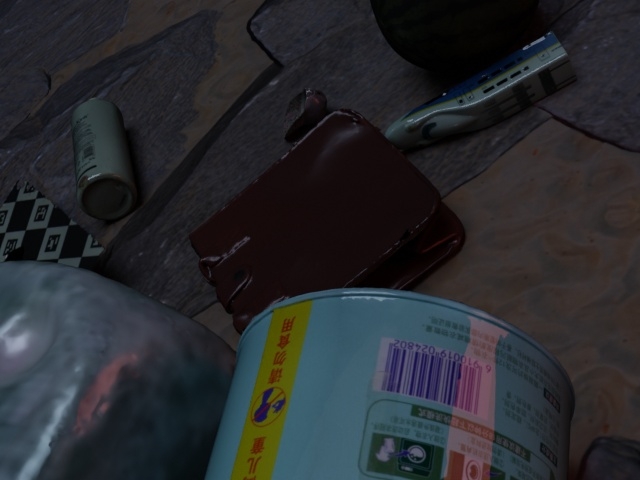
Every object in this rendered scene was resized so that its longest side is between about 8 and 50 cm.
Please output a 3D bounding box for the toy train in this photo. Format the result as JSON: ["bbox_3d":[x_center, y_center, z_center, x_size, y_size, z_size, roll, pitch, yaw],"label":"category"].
[{"bbox_3d":[0.186,-0.163,1.179,0.233,0.052,0.051,-29,46,10],"label":"toy train"}]

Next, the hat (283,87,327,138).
[{"bbox_3d":[-0.019,-0.171,1.347,0.087,0.042,0.058,-53,25,37],"label":"hat"}]

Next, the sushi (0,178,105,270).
[{"bbox_3d":[-0.417,0.071,1.395,0.290,0.050,0.264,29,86,44],"label":"sushi"}]

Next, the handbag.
[{"bbox_3d":[0.000,-0.001,1.147,0.275,0.084,0.260,-38,43,1],"label":"handbag"}]

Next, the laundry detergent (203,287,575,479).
[{"bbox_3d":[0.039,0.238,0.737,0.287,0.287,0.305,-9,48,29],"label":"laundry detergent"}]

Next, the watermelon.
[{"bbox_3d":[0.166,-0.313,1.214,0.212,0.212,0.212,-19,44,20],"label":"watermelon"}]

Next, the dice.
[{"bbox_3d":[-0.251,0.236,0.913,0.348,0.328,0.330,1,54,37],"label":"dice"}]

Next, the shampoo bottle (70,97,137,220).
[{"bbox_3d":[-0.333,-0.140,1.500,0.085,0.085,0.262,-31,41,8],"label":"shampoo bottle"}]
